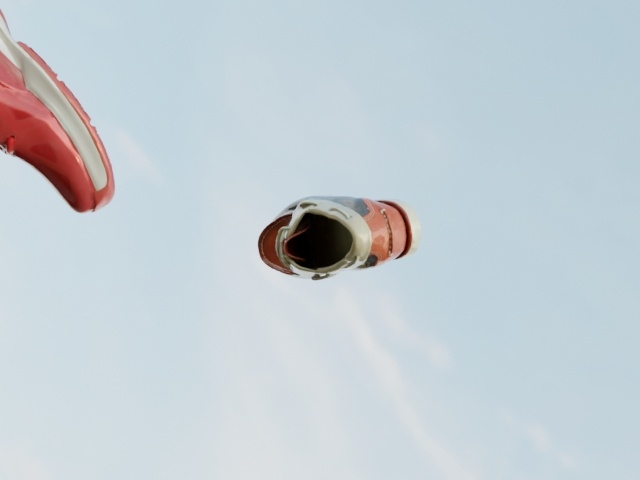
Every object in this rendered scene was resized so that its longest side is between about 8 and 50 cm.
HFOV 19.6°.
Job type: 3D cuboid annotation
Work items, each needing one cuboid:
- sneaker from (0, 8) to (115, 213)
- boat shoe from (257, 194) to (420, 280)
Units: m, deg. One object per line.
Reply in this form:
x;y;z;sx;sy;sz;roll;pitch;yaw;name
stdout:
-0.241;-0.084;1.198;0.221;0.128;0.087;52;-20;-4;sneaker
0.000;0.000;1.023;0.137;0.043;0.049;-5;-83;57;boat shoe
